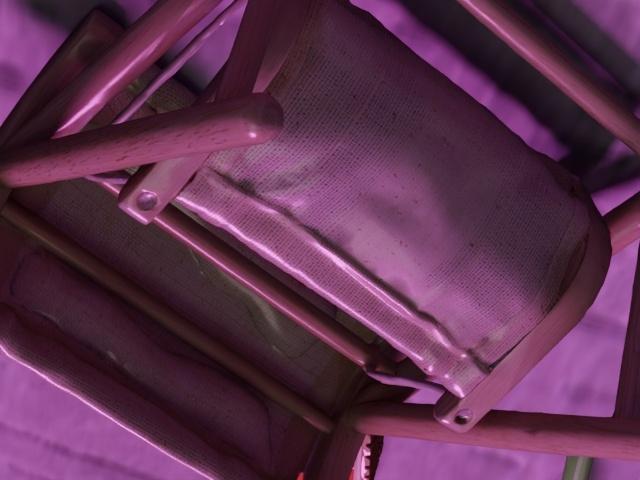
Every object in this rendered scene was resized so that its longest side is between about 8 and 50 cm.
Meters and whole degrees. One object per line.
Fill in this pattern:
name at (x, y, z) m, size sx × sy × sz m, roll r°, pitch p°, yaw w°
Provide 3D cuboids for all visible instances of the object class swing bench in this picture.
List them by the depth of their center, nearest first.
swing bench at (0.000, 0.000, 0.768) m, size 0.253 × 0.165 × 0.254 m, roll 37°, pitch 141°, yaw -26°

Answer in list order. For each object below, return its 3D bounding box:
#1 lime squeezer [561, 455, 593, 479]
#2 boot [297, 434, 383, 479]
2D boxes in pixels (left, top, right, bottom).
lime squeezer at (0.165, 0.251, 1.054) m, size 0.110 × 0.059 × 0.310 m, roll -34°, pitch 135°, yaw -12°
boot at (-0.006, 0.123, 0.996) m, size 0.084 × 0.059 × 0.158 m, roll 18°, pitch 142°, yaw 2°
